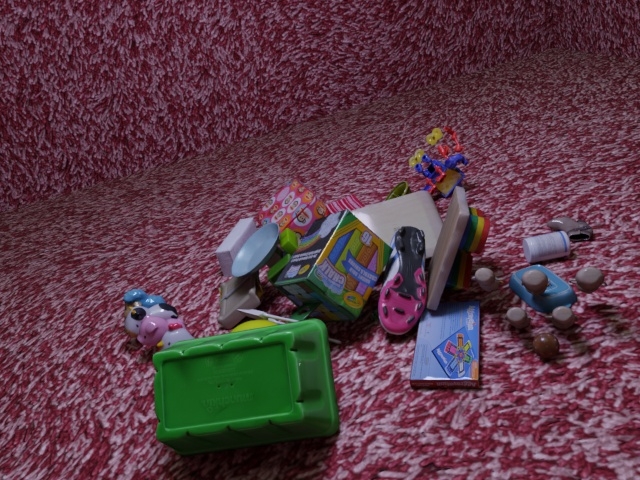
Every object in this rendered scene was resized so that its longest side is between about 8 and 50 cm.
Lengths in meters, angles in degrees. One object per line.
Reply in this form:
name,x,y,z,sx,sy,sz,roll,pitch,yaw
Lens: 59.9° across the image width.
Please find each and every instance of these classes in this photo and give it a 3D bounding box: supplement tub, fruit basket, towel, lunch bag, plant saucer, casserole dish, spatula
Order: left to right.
fruit basket,-0.148,0.299,1.208,0.391,0.283,0.392,-7,-16,-2
plant saucer,-0.176,0.034,1.596,0.195,0.037,0.195,-36,28,23
lunch bag,-0.116,-0.078,1.953,0.258,0.120,0.293,-43,28,3
spatula,-0.079,0.216,1.393,0.241,0.168,0.019,8,67,33
towel,0.032,-0.094,2.062,0.274,0.031,0.199,-18,27,-7
casserole dish,0.548,0.113,1.380,0.114,0.037,0.188,-18,27,-6
supplement tub,0.609,0.017,1.498,0.107,0.071,0.071,-11,26,5

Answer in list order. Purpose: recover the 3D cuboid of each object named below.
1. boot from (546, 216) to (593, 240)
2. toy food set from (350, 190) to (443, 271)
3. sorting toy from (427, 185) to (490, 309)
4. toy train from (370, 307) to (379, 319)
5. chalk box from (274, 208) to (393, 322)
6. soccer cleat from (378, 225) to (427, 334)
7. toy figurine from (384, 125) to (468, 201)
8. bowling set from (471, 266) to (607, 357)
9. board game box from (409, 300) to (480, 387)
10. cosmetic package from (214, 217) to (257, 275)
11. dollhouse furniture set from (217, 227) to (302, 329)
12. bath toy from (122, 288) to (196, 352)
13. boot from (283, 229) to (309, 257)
boot,0.706,-0.030,1.576,0.118,0.042,0.087,-4,30,22
toy food set,0.229,-0.008,1.661,0.306,0.092,0.220,-17,62,-2
sorting toy,0.352,0.022,1.417,0.089,0.257,0.255,16,22,6
toy train,0.161,0.180,1.461,0.017,0.024,0.083,14,38,45
chalk box,0.020,0.096,1.422,0.180,0.179,0.289,-15,40,59
soccer cleat,0.217,0.117,1.455,0.115,0.143,0.331,14,54,4
toy figurine,0.418,-0.191,1.953,0.363,0.217,0.191,-53,37,19
bowling set,0.483,0.161,1.246,0.286,0.200,0.154,2,-12,23
board game box,0.294,0.233,1.283,0.145,0.027,0.281,-6,27,20
cosmetic package,-0.283,0.019,1.924,0.060,0.099,0.239,-5,27,18
dollhouse furniture set,-0.147,0.141,1.623,0.301,0.151,0.198,-40,27,16
bath toy,-0.447,0.240,1.539,0.151,0.129,0.348,-28,30,-26
boot,-0.046,0.078,1.717,0.178,0.085,0.236,-32,40,-11
